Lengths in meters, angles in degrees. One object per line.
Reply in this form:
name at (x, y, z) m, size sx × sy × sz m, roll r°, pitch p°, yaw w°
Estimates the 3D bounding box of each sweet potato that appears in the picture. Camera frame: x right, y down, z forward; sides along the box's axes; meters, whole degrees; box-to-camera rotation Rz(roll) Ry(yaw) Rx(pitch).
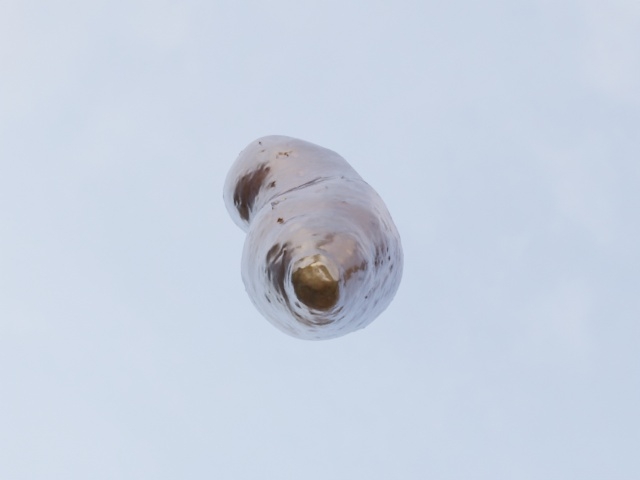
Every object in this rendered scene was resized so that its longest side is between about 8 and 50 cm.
sweet potato at (-0.002, 0.000, 0.557) m, size 0.055 × 0.202 × 0.058 m, roll -3°, pitch -78°, yaw -5°
